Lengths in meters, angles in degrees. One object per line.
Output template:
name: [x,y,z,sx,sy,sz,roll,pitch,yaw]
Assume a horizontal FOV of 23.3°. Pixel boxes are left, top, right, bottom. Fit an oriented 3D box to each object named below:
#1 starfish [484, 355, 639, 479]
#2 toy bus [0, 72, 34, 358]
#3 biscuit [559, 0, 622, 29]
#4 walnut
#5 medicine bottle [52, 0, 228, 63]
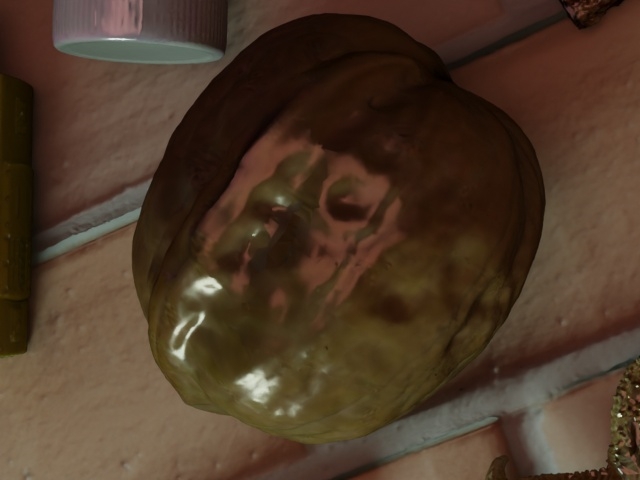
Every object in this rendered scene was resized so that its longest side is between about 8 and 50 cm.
starfish: [0.297,0.222,1.245,0.299,0.060,0.302,-22,76,10]
toy bus: [-0.329,-0.056,1.420,0.123,0.121,0.336,1,89,9]
biscuit: [0.185,-0.270,1.308,0.064,0.034,0.199,-39,79,13]
walnut: [0.001,0.001,1.231,0.306,0.306,0.344,45,98,14]
medicine bottle: [-0.152,-0.297,1.348,0.165,0.165,0.273,1,90,17]
